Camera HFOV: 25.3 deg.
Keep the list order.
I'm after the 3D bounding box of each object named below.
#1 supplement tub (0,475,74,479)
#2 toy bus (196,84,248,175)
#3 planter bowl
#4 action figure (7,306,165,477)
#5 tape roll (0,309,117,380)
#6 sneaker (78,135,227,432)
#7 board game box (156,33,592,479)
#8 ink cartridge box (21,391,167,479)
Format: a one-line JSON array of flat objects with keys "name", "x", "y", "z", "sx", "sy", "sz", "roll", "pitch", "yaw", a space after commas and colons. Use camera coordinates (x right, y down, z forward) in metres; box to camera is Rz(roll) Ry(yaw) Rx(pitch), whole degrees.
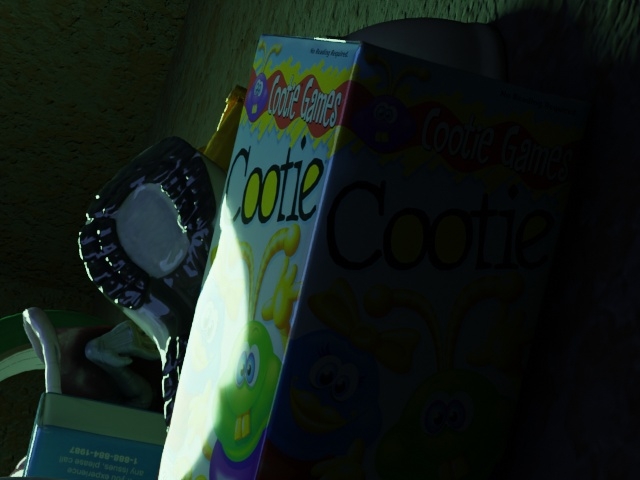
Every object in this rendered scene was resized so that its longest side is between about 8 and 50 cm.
[{"name": "supplement tub", "x": -0.174, "y": 0.328, "z": 0.794, "sx": 0.241, "sy": 0.241, "sz": 0.331, "roll": -106, "pitch": 21, "yaw": -65}, {"name": "toy bus", "x": -0.063, "y": -0.042, "z": 1.315, "sx": 0.220, "sy": 0.149, "sz": 0.211, "roll": 116, "pitch": 174, "yaw": -55}, {"name": "planter bowl", "x": 0.040, "y": -0.075, "z": 0.936, "sx": 0.162, "sy": 0.109, "sz": 0.162, "roll": -168, "pitch": 90, "yaw": -78}, {"name": "action figure", "x": -0.253, "y": 0.263, "z": 1.460, "sx": 0.370, "sy": 0.276, "sz": 0.248, "roll": -41, "pitch": 51, "yaw": 33}, {"name": "tape roll", "x": -0.320, "y": 0.244, "z": 1.709, "sx": 0.077, "sy": 0.321, "sz": 0.321, "roll": 123, "pitch": 156, "yaw": -57}, {"name": "sneaker", "x": -0.025, "y": 0.085, "z": 1.048, "sx": 0.158, "sy": 0.182, "sz": 0.410, "roll": -44, "pitch": 46, "yaw": 13}, {"name": "board game box", "x": 0.023, "y": 0.039, "z": 0.780, "sx": 0.142, "sy": 0.144, "sz": 0.275, "roll": 22, "pitch": 100, "yaw": 66}, {"name": "ink cartridge box", "x": -0.144, "y": 0.297, "z": 1.117, "sx": 0.129, "sy": 0.223, "sz": 0.307, "roll": -150, "pitch": 73, "yaw": -77}]
